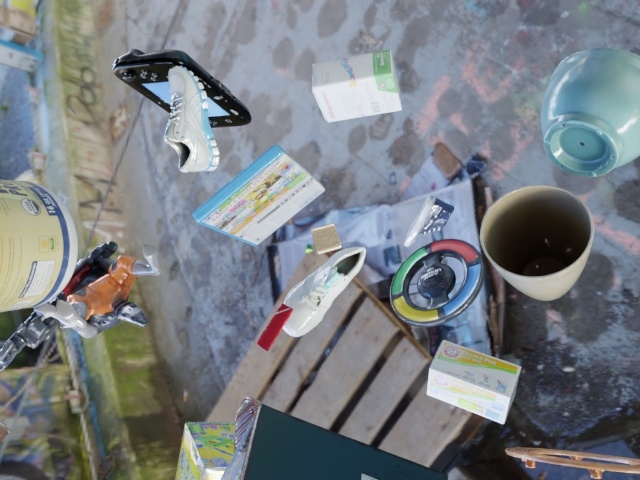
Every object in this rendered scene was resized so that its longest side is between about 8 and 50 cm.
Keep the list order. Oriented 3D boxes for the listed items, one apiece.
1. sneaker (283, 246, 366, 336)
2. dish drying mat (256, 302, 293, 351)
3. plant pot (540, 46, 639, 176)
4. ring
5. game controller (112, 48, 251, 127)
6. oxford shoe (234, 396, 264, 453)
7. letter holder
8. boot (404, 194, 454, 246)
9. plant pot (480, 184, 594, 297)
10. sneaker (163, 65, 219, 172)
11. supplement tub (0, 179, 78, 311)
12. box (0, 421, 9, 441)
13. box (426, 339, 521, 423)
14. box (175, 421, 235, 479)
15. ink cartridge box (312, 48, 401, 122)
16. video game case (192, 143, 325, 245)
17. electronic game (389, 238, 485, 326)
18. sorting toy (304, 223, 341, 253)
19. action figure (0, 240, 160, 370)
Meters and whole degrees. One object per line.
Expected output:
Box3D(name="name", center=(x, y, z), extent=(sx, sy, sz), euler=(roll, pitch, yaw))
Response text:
Box3D(name="sneaker", center=(0.007, 0.084, 1.168), extent=(0.212, 0.080, 0.094), euler=(-49, 3, -22))
Box3D(name="dish drying mat", center=(-0.078, 0.147, 1.080), extent=(0.032, 0.008, 0.083), euler=(24, 76, 40))
Box3D(name="plant pot", center=(0.651, -0.276, 1.511), extent=(0.293, 0.293, 0.196), euler=(9, 53, 45))
Box3D(name="ring", center=(0.582, 0.492, 1.398), extent=(0.336, 0.336, 0.032), euler=(-9, 71, 44))
Box3D(name="game controller", center=(-0.265, -0.294, 1.275), extent=(0.166, 0.319, 0.067), euler=(9, 83, 21))
Box3D(name="oxford shoe", center=(-0.085, 0.494, 1.342), extent=(0.123, 0.130, 0.348), euler=(-47, 53, 36))
Box3D(name="letter holder", center=(0.003, 0.405, 0.903), extent=(0.152, 0.302, 0.214), euler=(-79, 14, -60))
Box3D(name="boot", center=(0.325, -0.043, 1.913), extent=(0.069, 0.086, 0.190), euler=(-69, 4, -53))
Box3D(name="plant pot", center=(0.558, 0.039, 1.602), extent=(0.256, 0.274, 0.256), euler=(-12, 57, 19))
Box3D(name="sneaker", center=(-0.239, -0.208, 1.105), extent=(0.071, 0.083, 0.190), euler=(-7, 101, 49))
Box3D(name="supplement tub", center=(-0.579, 0.011, 1.008), extent=(0.228, 0.316, 0.228), euler=(1, 92, 23))
Box3D(name="box", center=(-0.652, 0.386, 0.906), extent=(0.191, 0.143, 0.381), euler=(-12, 35, 51))
Box3D(name="box", center=(0.377, 0.348, 1.574), extent=(0.203, 0.103, 0.114), euler=(17, 134, 23))
Box3D(name="box", center=(-0.210, 0.623, 1.692), extent=(0.279, 0.290, 0.177), euler=(-160, 80, -68))
Box3D(name="ink cartridge box", center=(0.097, -0.407, 1.686), extent=(0.212, 0.154, 0.093), euler=(-9, 62, 13))
Box3D(name="video game case", center=(-0.065, -0.047, 0.742), extent=(0.119, 0.166, 0.015), euler=(-38, 73, 7))
Box3D(name="electronic game", center=(0.257, 0.091, 1.412), extent=(0.229, 0.048, 0.229), euler=(-26, 39, 24))
Box3D(name="sorting toy", center=(0.000, 0.000, 1.443), extent=(0.083, 0.012, 0.062), euler=(-15, 71, -5))
Box3D(name="action figure", center=(-0.464, 0.151, 1.258), extent=(0.341, 0.178, 0.330), euler=(-53, 13, -27))
